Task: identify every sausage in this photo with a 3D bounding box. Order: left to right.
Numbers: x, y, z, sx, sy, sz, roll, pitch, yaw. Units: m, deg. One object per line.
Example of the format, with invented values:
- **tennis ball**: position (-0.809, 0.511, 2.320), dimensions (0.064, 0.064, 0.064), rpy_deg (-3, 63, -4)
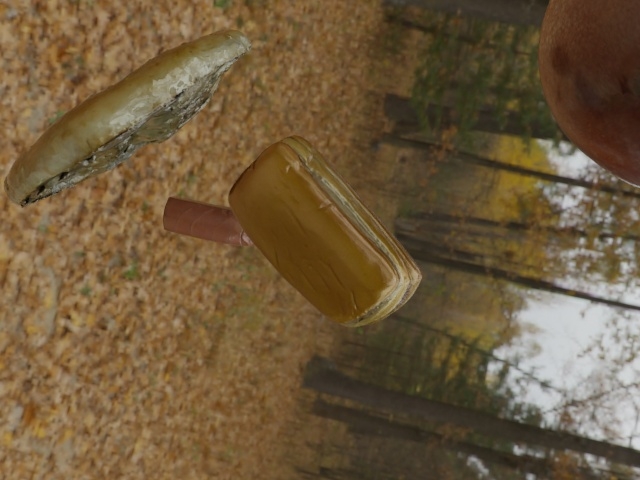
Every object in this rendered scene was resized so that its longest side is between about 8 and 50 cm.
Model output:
- **sausage**: position (-0.158, -0.028, 1.287), dimensions (0.065, 0.169, 0.065), rpy_deg (11, 90, -79)

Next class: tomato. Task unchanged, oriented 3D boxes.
- **tomato**: position (0.329, -0.169, 0.737), dimensions (0.227, 0.270, 0.270), rpy_deg (-38, 144, -46)

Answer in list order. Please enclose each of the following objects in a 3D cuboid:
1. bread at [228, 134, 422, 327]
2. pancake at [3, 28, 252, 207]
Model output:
- **bread**: position (0.000, 0.000, 0.793), dimensions (0.116, 0.200, 0.077), rpy_deg (-41, 180, 38)
- **pancake**: position (-0.249, -0.159, 1.071), dimensions (0.082, 0.387, 0.387), rpy_deg (57, 16, -7)
